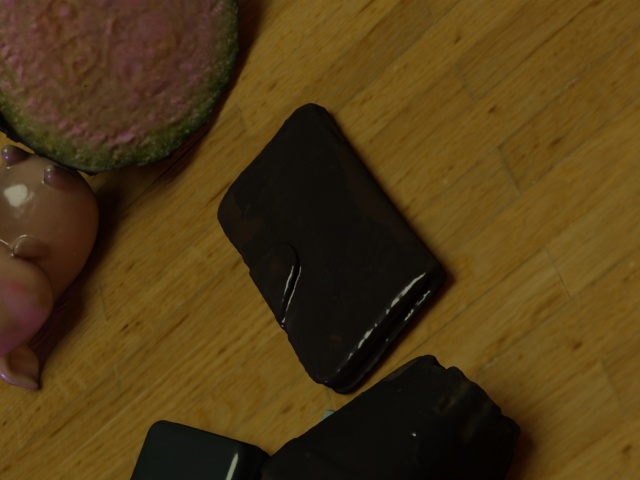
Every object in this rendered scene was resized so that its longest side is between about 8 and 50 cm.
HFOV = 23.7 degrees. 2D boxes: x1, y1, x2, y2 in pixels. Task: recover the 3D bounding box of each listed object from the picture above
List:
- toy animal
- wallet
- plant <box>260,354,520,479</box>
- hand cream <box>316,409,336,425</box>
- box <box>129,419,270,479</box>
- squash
[{"bbox_3d":[-0.349,0.021,1.726,0.166,0.154,0.250,25,81,28],"label":"toy animal"},{"bbox_3d":[0.000,0.000,1.457,0.165,0.042,0.309,-47,41,13],"label":"wallet"},{"bbox_3d":[0.044,0.214,1.195,0.142,0.164,0.256,22,69,47],"label":"plant"},{"bbox_3d":[-0.026,0.279,1.323,0.079,0.050,0.275,21,78,23],"label":"hand cream"},{"bbox_3d":[-0.140,0.288,1.425,0.160,0.050,0.230,7,72,49],"label":"box"},{"bbox_3d":[-0.283,-0.243,1.755,0.310,0.310,0.309,-62,24,-2],"label":"squash"}]
